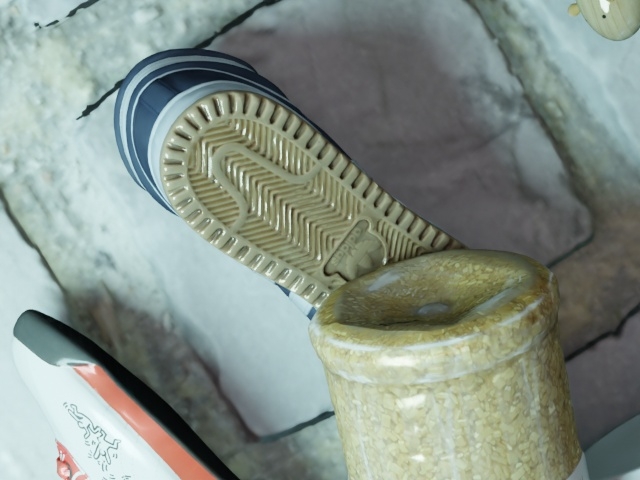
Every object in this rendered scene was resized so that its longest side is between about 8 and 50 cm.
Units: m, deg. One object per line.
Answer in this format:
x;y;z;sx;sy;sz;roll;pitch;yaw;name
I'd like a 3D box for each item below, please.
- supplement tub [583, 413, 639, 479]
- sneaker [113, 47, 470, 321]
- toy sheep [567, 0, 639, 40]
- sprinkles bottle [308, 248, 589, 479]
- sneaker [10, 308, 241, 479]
0.230;0.184;0.803;0.144;0.144;0.200;-28;91;0;supplement tub
0.000;0.000;0.835;0.099;0.153;0.282;-47;121;-2;sneaker
0.169;-0.172;0.831;0.091;0.091;0.132;10;77;0;toy sheep
0.087;0.186;0.766;0.121;0.121;0.355;-13;109;0;sprinkles bottle
-0.104;0.173;0.830;0.270;0.090;0.145;44;88;-3;sneaker
